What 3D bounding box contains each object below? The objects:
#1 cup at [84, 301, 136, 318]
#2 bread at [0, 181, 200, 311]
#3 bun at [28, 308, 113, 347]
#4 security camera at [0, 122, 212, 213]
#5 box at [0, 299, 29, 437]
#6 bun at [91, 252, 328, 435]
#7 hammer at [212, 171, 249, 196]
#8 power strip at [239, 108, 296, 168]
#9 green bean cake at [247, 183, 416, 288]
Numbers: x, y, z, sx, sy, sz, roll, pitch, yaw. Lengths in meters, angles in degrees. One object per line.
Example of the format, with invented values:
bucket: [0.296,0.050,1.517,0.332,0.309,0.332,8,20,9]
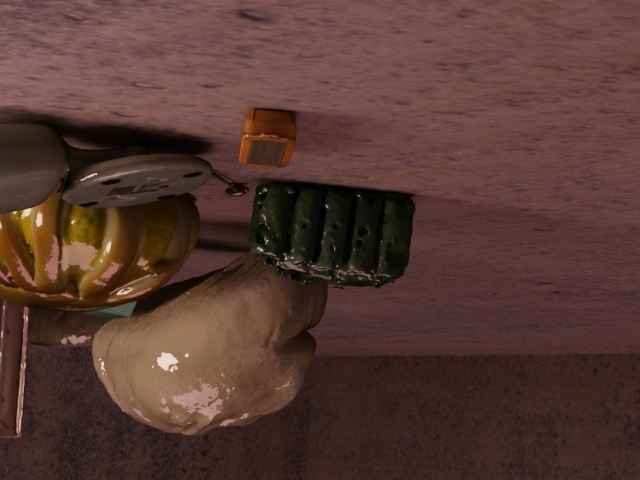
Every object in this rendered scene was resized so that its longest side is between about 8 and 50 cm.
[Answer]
cup: [-0.375,0.025,2.006,0.236,0.148,0.134,16,-167,-40]
bread: [-0.306,0.002,1.671,0.333,0.160,0.333,5,170,1]
bun: [-0.422,0.105,2.474,0.244,0.153,0.244,-5,-170,1]
security camera: [-0.257,-0.076,1.429,0.302,0.080,0.157,-4,168,-24]
box: [-0.586,0.176,2.101,0.190,0.225,0.297,10,168,-40]
bun: [-0.139,0.156,2.081,0.365,0.219,0.365,-24,-168,5]
hammer: [-0.113,-0.069,1.607,0.029,0.014,0.123,-8,166,15]
power strip: [-0.051,-0.093,1.355,0.049,0.028,0.178,4,171,-4]
green bean cake: [0.000,0.000,1.710,0.193,0.107,0.208,4,173,-10]
